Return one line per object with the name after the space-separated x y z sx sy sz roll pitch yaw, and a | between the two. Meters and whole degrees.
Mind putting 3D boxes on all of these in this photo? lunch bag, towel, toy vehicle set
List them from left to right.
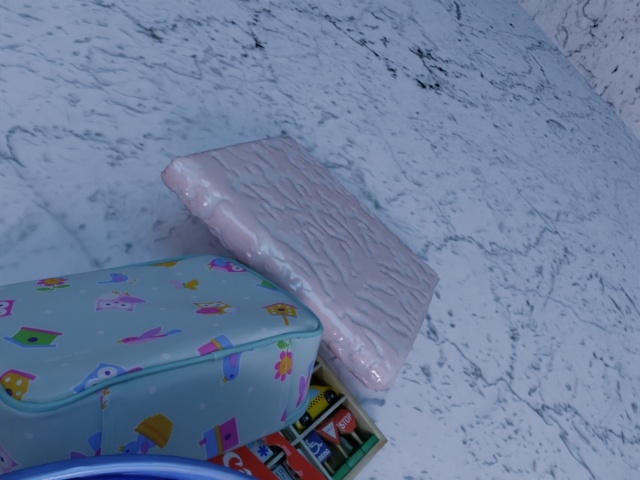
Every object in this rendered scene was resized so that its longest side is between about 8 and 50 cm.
-0.151 0.096 0.498 0.279 0.107 0.224 -7 21 -43 | lunch bag
-0.065 0.213 0.563 0.166 0.035 0.267 49 42 12 | toy vehicle set
0.000 0.000 0.732 0.332 0.053 0.317 44 25 4 | towel

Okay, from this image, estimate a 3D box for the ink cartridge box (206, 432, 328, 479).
-0.081 0.236 0.462 0.189 0.066 0.232 43 46 5 | ink cartridge box

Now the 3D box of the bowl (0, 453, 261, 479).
-0.126 0.307 0.284 0.391 0.077 0.391 5 79 -26 | bowl
